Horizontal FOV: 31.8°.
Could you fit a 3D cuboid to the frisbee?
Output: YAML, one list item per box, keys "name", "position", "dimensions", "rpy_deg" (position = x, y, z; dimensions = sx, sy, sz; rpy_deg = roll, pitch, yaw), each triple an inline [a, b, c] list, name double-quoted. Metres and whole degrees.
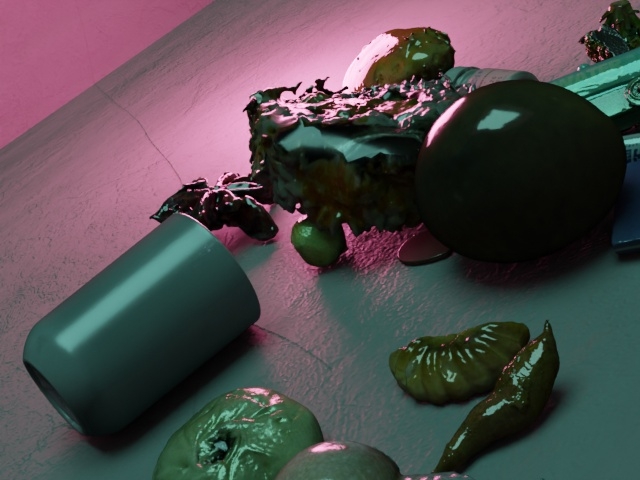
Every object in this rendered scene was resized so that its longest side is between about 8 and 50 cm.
- name: "frisbee"
  position: [0.503, -0.279, 1.789]
  dimensions: [0.211, 0.012, 0.187]
  rpy_deg: [-28, 64, -7]

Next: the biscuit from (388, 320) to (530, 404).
- name: "biscuit"
  position: [0.167, 0.144, 1.388]
  dimensions: [0.183, 0.061, 0.118]
  rpy_deg: [-15, 31, 20]

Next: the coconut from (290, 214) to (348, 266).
- name: "coconut"
  position: [0.000, 0.000, 1.767]
  dimensions: [0.088, 0.096, 0.088]
  rpy_deg: [-59, 18, 31]

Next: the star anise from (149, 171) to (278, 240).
- name: "star anise"
  position: [-0.176, -0.059, 1.986]
  dimensions: [0.212, 0.129, 0.283]
  rpy_deg: [-14, 20, 11]

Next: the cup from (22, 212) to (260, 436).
- name: "cup"
  position: [-0.265, 0.127, 1.635]
  dimensions: [0.312, 0.205, 0.205]
  rpy_deg: [-39, 30, -22]

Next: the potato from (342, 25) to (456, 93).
- name: "potato"
  position: [0.144, -0.314, 2.077]
  dimensions: [0.191, 0.141, 0.296]
  rpy_deg: [-41, 15, -23]

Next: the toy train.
- name: "toy train"
  position: [0.422, -0.213, 1.719]
  dimensions: [0.248, 0.101, 0.159]
  rpy_deg: [-21, 49, 14]

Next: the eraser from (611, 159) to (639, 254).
- name: "eraser"
  position: [0.441, -0.052, 1.519]
  dimensions: [0.082, 0.036, 0.225]
  rpy_deg: [-12, 30, 25]

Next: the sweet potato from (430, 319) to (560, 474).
- name: "sweet potato"
  position: [0.210, 0.194, 1.271]
  dimensions: [0.226, 0.068, 0.068]
  rpy_deg: [-50, 31, -7]

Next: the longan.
- name: "longan"
  position: [0.266, -0.089, 1.528]
  dimensions: [0.300, 0.300, 0.243]
  rpy_deg: [-2, 78, 39]

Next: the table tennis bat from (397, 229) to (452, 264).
- name: "table tennis bat"
  position: [0.188, 0.002, 1.675]
  dimensions: [0.156, 0.013, 0.087]
  rpy_deg: [-15, 27, 24]

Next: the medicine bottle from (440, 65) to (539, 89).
- name: "medicine bottle"
  position: [0.288, -0.242, 1.916]
  dimensions: [0.105, 0.105, 0.168]
  rpy_deg: [-38, 30, -23]

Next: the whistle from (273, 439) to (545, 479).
- name: "whistle"
  position: [0.084, 0.291, 1.105]
  dimensions: [0.347, 0.189, 0.189]
  rpy_deg: [-5, 31, 9]

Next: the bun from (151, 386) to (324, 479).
- name: "bun"
  position: [-0.103, 0.261, 1.360]
  dimensions: [0.221, 0.108, 0.221]
  rpy_deg: [-21, 27, 11]

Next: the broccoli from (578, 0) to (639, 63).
- name: "broccoli"
  position: [0.506, -0.338, 1.877]
  dimensions: [0.130, 0.120, 0.131]
  rpy_deg: [-11, 26, 2]

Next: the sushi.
- name: "sushi"
  position: [0.074, -0.157, 1.814]
  dimensions: [0.417, 0.176, 0.417]
  rpy_deg: [-4, 24, 2]

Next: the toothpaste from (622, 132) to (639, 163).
- name: "toothpaste"
  position: [0.395, -0.119, 1.653]
  dimensions: [0.296, 0.075, 0.048]
  rpy_deg: [-10, 12, 25]
